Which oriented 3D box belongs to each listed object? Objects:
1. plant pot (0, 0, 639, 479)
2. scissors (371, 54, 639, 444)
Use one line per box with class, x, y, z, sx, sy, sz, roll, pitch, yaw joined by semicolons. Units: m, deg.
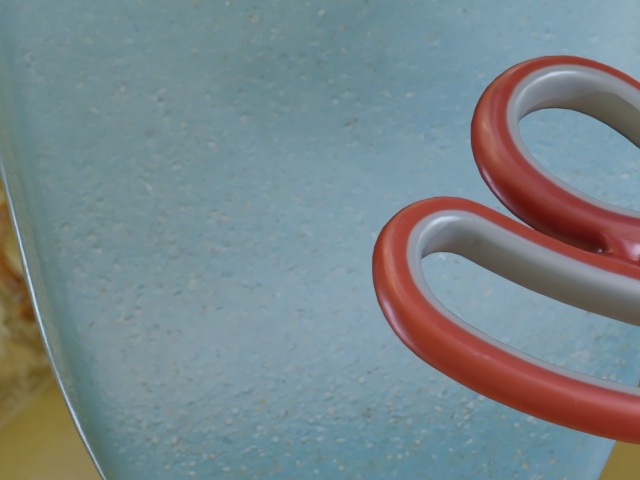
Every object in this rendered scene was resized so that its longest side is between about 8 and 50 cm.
plant pot;0.000;0.000;0.717;0.248;0.252;0.247;-8;8;-8
scissors;0.160;0.035;0.451;0.021;0.297;0.109;110;-178;-52
